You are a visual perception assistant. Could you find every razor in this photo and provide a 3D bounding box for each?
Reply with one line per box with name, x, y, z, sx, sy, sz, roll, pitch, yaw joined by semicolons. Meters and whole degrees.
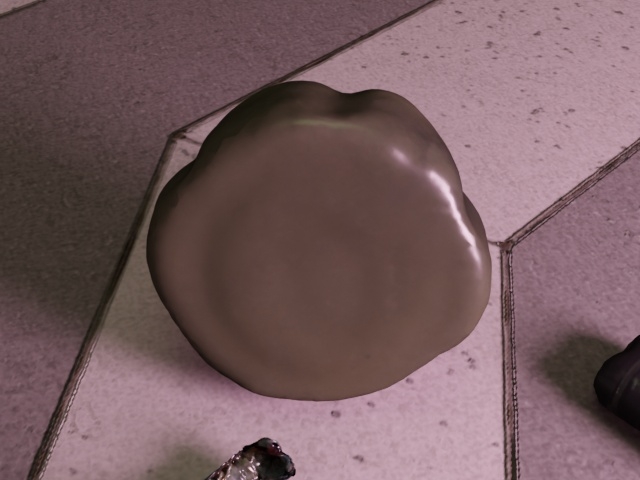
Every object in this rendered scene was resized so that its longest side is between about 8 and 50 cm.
razor;0.303;0.140;0.735;0.090;0.054;0.148;-31;51;-25

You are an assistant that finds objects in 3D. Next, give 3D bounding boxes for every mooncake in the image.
mooncake;0.000;0.000;0.735;0.274;0.275;0.135;5;28;5

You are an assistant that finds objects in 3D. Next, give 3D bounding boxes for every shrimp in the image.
shrimp;-0.087;0.217;0.657;0.174;0.076;0.082;-41;98;-40
